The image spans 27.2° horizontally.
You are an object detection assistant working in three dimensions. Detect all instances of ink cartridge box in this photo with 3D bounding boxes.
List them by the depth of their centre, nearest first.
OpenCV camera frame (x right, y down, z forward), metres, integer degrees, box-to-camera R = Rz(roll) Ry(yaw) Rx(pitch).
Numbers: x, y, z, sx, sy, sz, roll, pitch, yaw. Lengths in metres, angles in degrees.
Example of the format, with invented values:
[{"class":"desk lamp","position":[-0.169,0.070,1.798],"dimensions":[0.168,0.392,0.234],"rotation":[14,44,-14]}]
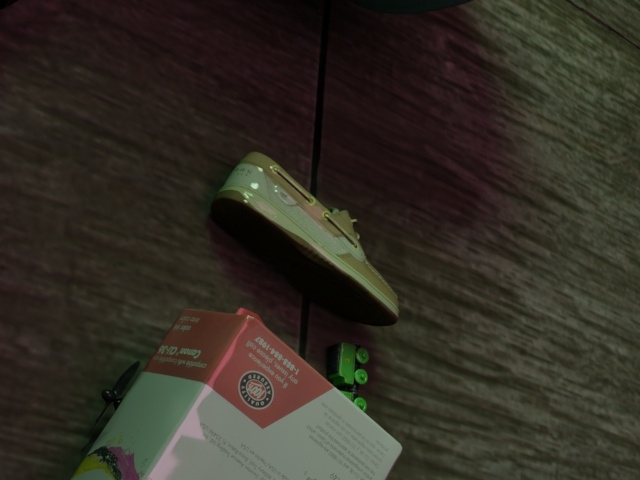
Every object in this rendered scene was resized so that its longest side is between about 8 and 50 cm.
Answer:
[{"class":"ink cartridge box","position":[-0.062,0.144,0.607],"dimensions":[0.115,0.067,0.198],"rotation":[44,67,-27]}]

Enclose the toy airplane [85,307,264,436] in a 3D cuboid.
[{"class":"toy airplane","position":[-0.053,0.112,0.671],"dimensions":[0.151,0.028,0.151],"rotation":[0,90,-35]}]

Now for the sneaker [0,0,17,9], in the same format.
[{"class":"sneaker","position":[-0.186,-0.206,0.594],"dimensions":[0.217,0.079,0.121],"rotation":[55,45,-21]}]

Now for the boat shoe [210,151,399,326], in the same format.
[{"class":"boat shoe","position":[0.000,0.000,0.747],"dimensions":[0.135,0.050,0.045],"rotation":[41,57,-30]}]

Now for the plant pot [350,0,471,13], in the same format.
[{"class":"plant pot","position":[0.040,-0.276,0.735],"dimensions":[0.255,0.272,0.271],"rotation":[59,43,-36]}]

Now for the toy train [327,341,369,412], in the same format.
[{"class":"toy train","position":[0.013,0.098,0.757],"dimensions":[0.024,0.017,0.083],"rotation":[17,66,-31]}]
